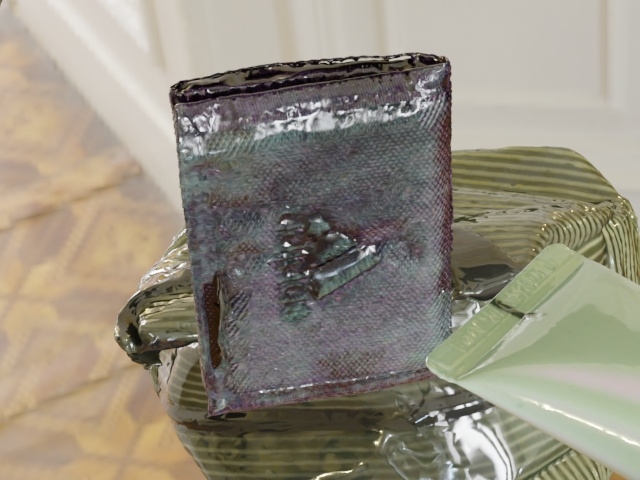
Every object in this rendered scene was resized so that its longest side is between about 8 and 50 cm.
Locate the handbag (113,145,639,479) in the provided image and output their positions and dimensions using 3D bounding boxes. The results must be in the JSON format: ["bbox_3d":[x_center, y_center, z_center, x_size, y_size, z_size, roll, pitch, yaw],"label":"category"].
[{"bbox_3d":[0.041,0.079,1.209,0.341,0.247,0.240,-10,18,15],"label":"handbag"}]

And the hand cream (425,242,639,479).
[{"bbox_3d":[0.132,0.064,0.519,0.205,0.050,0.078,30,44,23],"label":"hand cream"}]

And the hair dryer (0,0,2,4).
[{"bbox_3d":[-0.330,-0.056,1.053,0.361,0.121,0.301,-28,49,19],"label":"hair dryer"}]

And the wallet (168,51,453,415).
[{"bbox_3d":[0.000,-0.001,0.762,0.111,0.166,0.030,-9,41,-7],"label":"wallet"}]
